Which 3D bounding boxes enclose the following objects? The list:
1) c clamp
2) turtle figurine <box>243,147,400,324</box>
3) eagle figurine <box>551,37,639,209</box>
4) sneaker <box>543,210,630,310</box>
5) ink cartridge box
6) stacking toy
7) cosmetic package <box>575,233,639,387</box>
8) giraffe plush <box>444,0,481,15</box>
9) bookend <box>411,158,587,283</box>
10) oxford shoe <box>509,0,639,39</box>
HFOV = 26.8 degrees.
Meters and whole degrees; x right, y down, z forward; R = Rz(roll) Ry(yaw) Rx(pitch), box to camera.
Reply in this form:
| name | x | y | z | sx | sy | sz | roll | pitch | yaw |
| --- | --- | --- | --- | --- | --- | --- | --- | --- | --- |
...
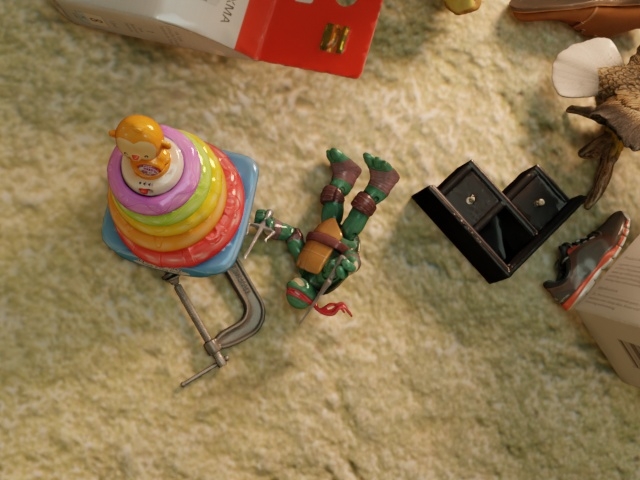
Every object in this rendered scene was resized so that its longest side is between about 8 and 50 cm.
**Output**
| name | x | y | z | sx | sy | sz | roll | pitch | yaw |
| --- | --- | --- | --- | --- | --- | --- | --- | --- | --- |
| c clamp | -0.141 | 0.080 | 1.663 | 0.137 | 0.022 | 0.160 | -24 | 89 | -16 |
| turtle figurine | 0.000 | 0.000 | 1.666 | 0.175 | 0.118 | 0.234 | 20 | 72 | 32 |
| eagle figurine | 0.446 | -0.176 | 1.701 | 0.225 | 0.298 | 0.226 | -7 | 84 | -14 |
| sneaker | 0.350 | 0.015 | 1.775 | 0.065 | 0.061 | 0.158 | 36 | 75 | 0 |
| ink cartridge box | -0.101 | -0.382 | 1.638 | 0.385 | 0.091 | 0.308 | 13 | 77 | 13 |
| stacking toy | -0.179 | -0.073 | 1.524 | 0.175 | 0.302 | 0.165 | 14 | 77 | 7 |
| cosmetic package | 0.530 | 0.026 | 1.728 | 0.365 | 0.197 | 0.155 | -44 | 117 | -15 |
| giraffe plush | 0.118 | -0.400 | 1.733 | 0.171 | 0.210 | 0.181 | -2 | 48 | 10 |
| bookend | 0.233 | -0.054 | 1.748 | 0.157 | 0.072 | 0.156 | -42 | 93 | -16 |
| oxford shoe | 0.360 | -0.304 | 1.822 | 0.212 | 0.076 | 0.076 | -2 | 122 | -4 |
